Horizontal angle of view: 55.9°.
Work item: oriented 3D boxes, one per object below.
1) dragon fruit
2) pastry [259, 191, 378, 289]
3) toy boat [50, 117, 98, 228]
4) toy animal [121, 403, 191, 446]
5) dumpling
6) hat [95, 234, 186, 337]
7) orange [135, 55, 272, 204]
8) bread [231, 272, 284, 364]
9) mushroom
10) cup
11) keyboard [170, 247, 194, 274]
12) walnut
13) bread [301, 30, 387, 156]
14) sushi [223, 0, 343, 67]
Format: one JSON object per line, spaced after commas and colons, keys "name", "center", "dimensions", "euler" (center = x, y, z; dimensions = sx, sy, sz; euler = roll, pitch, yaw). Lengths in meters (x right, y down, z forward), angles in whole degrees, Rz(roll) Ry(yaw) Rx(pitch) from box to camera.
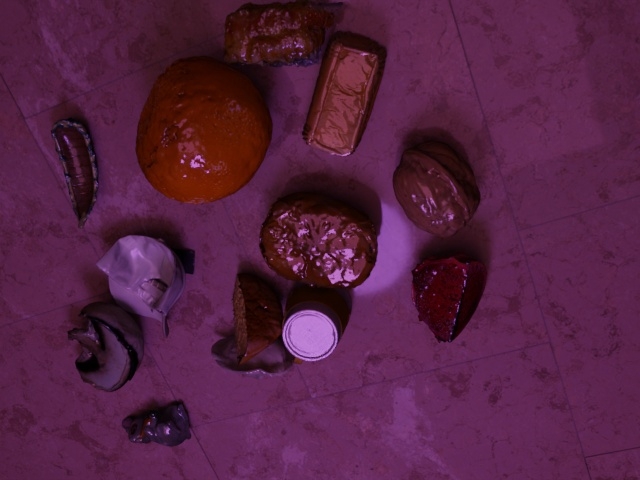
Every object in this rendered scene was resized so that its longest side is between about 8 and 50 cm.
{"name": "dragon fruit", "center": [0.344, 0.134, 1.586], "dimensions": [0.189, 0.163, 0.262], "euler": [-4, 118, -21]}
{"name": "pastry", "center": [0.000, 0.000, 1.569], "dimensions": [0.311, 0.162, 0.255], "euler": [18, 112, 3]}
{"name": "toy boat", "center": [-0.653, -0.185, 1.634], "dimensions": [0.108, 0.099, 0.293], "euler": [-3, 104, 10]}
{"name": "toy animal", "center": [-0.545, 0.607, 1.930], "dimensions": [0.251, 0.125, 0.127], "euler": [-16, 80, 21]}
{"name": "dumpling", "center": [-0.196, 0.334, 1.724], "dimensions": [0.252, 0.179, 0.131], "euler": [13, 114, 2]}
{"name": "hat", "center": [-0.468, 0.136, 1.711], "dimensions": [0.258, 0.168, 0.301], "euler": [31, 146, 23]}
{"name": "orange", "center": [-0.269, -0.251, 1.419], "dimensions": [0.293, 0.340, 0.340], "euler": [18, 117, -29]}
{"name": "bread", "center": [-0.171, 0.215, 1.666], "dimensions": [0.134, 0.260, 0.129], "euler": [5, 146, -18]}
{"name": "mushroom", "center": [-0.633, 0.304, 1.789], "dimensions": [0.247, 0.130, 0.344], "euler": [23, 130, 13]}
{"name": "cup", "center": [-0.023, 0.236, 1.634], "dimensions": [0.185, 0.226, 0.241], "euler": [20, 106, 1]}
{"name": "keyboard", "center": [-0.458, 0.050, 1.742], "dimensions": [0.196, 0.015, 0.074], "euler": [8, 117, 6]}
{"name": "walnut", "center": [0.280, -0.127, 1.462], "dimensions": [0.198, 0.198, 0.245], "euler": [-36, 105, 20]}
{"name": "bread", "center": [0.054, -0.343, 1.443], "dimensions": [0.152, 0.119, 0.288], "euler": [18, 111, 2]}
{"name": "sushi", "center": [-0.088, -0.465, 1.368], "dimensions": [0.274, 0.184, 0.139], "euler": [2, 104, 16]}
